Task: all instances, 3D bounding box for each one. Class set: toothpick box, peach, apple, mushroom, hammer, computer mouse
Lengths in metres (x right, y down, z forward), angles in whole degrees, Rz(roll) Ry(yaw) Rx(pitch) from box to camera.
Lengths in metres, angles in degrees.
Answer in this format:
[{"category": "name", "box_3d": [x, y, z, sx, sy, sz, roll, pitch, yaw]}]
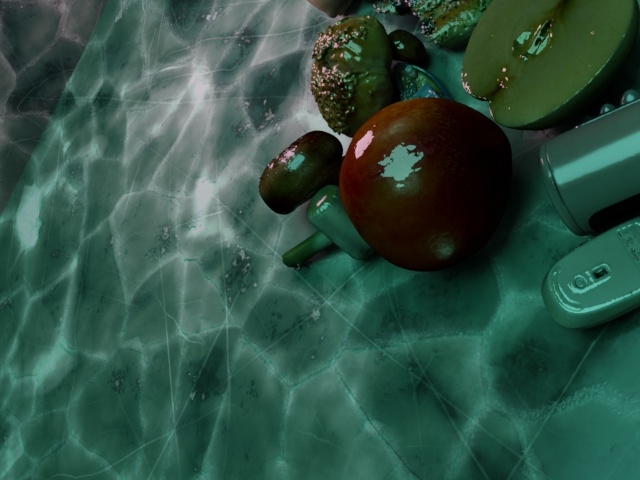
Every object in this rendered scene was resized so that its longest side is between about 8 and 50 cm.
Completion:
[{"category": "toothpick box", "box_3d": [0.601, -0.167, 1.484, 0.316, 0.229, 0.229, -26, 58, 30]}, {"category": "peach", "box_3d": [0.239, -0.131, 1.675, 0.388, 0.388, 0.388, -16, 64, 35]}, {"category": "apple", "box_3d": [0.477, -0.413, 1.643, 0.311, 0.320, 0.360, 38, 106, 4]}, {"category": "mushroom", "box_3d": [-0.036, -0.183, 1.995, 0.278, 0.297, 0.163, -27, 88, -10]}, {"category": "hammer", "box_3d": [0.000, 0.000, 1.974, 0.335, 0.206, 0.119, -35, 22, 44]}, {"category": "computer mouse", "box_3d": [0.574, 0.068, 1.497, 0.288, 0.097, 0.159, -30, 54, 15]}, {"category": "mushroom", "box_3d": [0.221, -0.494, 1.994, 0.087, 0.127, 0.127, -54, 48, 16]}]

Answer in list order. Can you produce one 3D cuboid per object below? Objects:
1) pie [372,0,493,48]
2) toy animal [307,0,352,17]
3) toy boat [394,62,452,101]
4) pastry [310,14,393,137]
[{"category": "pie", "box_3d": [0.315, -0.649, 1.984, 0.296, 0.078, 0.371, -47, 54, 1]}, {"category": "toy animal", "box_3d": [0.051, -0.770, 2.199, 0.221, 0.210, 0.229, -21, 97, 27]}, {"category": "toy boat", "box_3d": [0.254, -0.372, 1.936, 0.109, 0.098, 0.238, -43, 50, 15]}, {"category": "pastry", "box_3d": [0.068, -0.421, 1.993, 0.284, 0.184, 0.316, -152, 60, -66]}]
